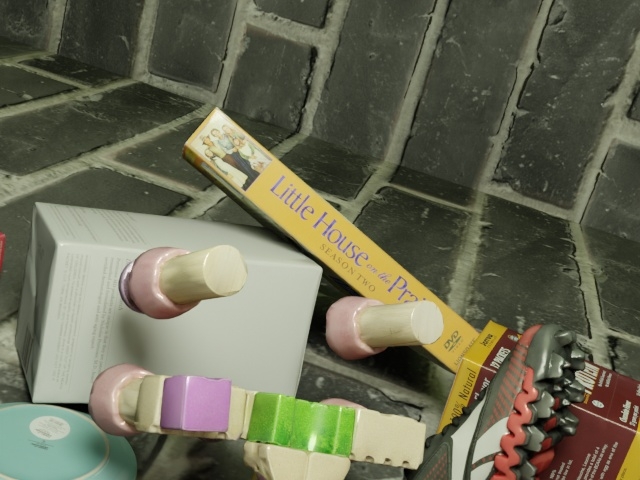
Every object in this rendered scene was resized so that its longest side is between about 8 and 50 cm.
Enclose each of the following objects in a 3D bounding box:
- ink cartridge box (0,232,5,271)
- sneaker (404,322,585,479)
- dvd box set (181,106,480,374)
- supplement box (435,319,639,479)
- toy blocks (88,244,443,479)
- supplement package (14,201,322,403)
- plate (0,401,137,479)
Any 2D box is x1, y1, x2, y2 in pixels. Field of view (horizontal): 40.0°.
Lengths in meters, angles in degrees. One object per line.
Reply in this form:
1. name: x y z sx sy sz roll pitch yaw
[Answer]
1. ink cartridge box: -0.497 0.019 1.071 0.128 0.072 0.175 24 20 18
2. sneaker: 0.148 0.193 0.810 0.135 0.275 0.098 26 17 37
3. dvd box set: 0.000 0.000 1.142 0.420 0.062 0.307 40 -5 -8
4. supplement box: 0.224 0.219 0.917 0.194 0.191 0.129 22 20 18
5. toy blocks: -0.082 0.181 0.824 0.289 0.308 0.260 17 -17 -33
6. supplement package: -0.176 0.074 0.997 0.293 0.175 0.177 6 13 -26
7. plate: -0.266 0.200 0.834 0.188 0.024 0.188 13 20 -5
